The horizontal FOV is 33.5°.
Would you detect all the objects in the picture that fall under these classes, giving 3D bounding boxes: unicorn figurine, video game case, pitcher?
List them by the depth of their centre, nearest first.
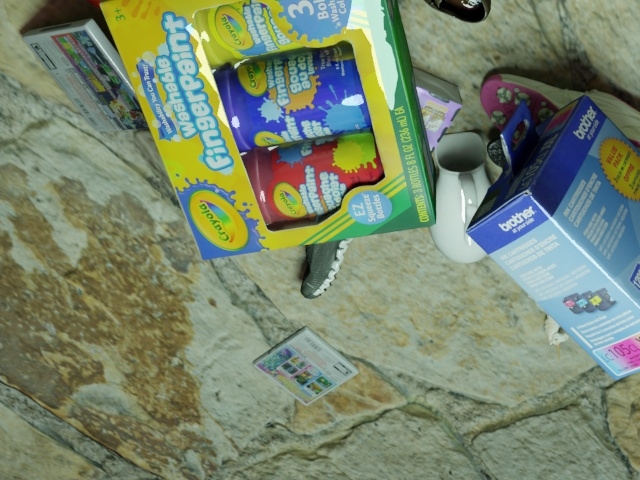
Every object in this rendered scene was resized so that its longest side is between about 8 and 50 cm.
[{"bbox_3d":[-0.355,-0.254,1.669,0.183,0.023,0.201,3,137,44],"label":"video game case"},{"bbox_3d":[0.243,-0.052,1.787,0.125,0.178,0.207,-5,126,5],"label":"pitcher"},{"bbox_3d":[0.450,0.131,2.009,0.111,0.060,0.162,-35,103,24],"label":"unicorn figurine"},{"bbox_3d":[-0.028,0.252,2.117,0.143,0.019,0.157,-35,120,24],"label":"video game case"}]

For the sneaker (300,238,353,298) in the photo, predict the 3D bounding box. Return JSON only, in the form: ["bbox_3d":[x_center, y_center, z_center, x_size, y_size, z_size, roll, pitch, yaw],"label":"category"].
[{"bbox_3d":[0.000,0.000,1.893,0.106,0.078,0.234,22,120,-13],"label":"sneaker"}]

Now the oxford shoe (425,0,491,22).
[{"bbox_3d":[0.162,-0.396,1.579,0.227,0.096,0.083,24,125,-15],"label":"oxford shoe"}]

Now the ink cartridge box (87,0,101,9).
[{"bbox_3d":[-0.217,-0.364,1.629,0.232,0.066,0.189,26,123,-23],"label":"ink cartridge box"}]

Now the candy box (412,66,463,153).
[{"bbox_3d":[0.112,-0.191,1.749,0.165,0.070,0.196,21,124,-16],"label":"candy box"}]

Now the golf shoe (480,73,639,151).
[{"bbox_3d":[0.409,-0.197,1.730,0.306,0.140,0.115,28,138,6],"label":"golf shoe"}]

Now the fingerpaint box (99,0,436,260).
[{"bbox_3d":[-0.054,-0.207,1.521,0.371,0.163,0.445,-8,127,12],"label":"fingerpaint box"}]

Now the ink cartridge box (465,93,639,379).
[{"bbox_3d":[0.395,-0.027,1.586,0.395,0.270,0.151,43,139,-7],"label":"ink cartridge box"}]

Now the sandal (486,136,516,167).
[{"bbox_3d":[0.362,-0.161,1.798,0.179,0.040,0.067,-7,134,-13],"label":"sandal"}]
